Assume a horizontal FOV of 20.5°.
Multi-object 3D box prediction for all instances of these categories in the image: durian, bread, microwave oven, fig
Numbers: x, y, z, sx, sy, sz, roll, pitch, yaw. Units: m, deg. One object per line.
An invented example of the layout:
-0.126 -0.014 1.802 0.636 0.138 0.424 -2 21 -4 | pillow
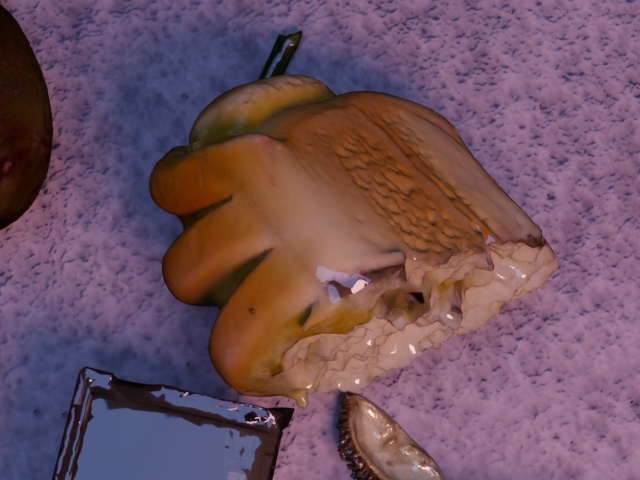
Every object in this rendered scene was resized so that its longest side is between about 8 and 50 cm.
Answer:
0.054 0.186 1.493 0.066 0.052 0.130 -42 81 -9 | durian
0.000 0.000 1.428 0.270 0.316 0.211 49 125 23 | bread
-0.137 0.241 1.420 0.178 0.188 0.247 13 75 -2 | microwave oven
-0.305 -0.149 1.522 0.217 0.217 0.320 17 52 4 | fig

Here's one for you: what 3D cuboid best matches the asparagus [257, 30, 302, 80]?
-0.045 -0.141 1.571 0.021 0.025 0.108 25 80 -4 | asparagus
